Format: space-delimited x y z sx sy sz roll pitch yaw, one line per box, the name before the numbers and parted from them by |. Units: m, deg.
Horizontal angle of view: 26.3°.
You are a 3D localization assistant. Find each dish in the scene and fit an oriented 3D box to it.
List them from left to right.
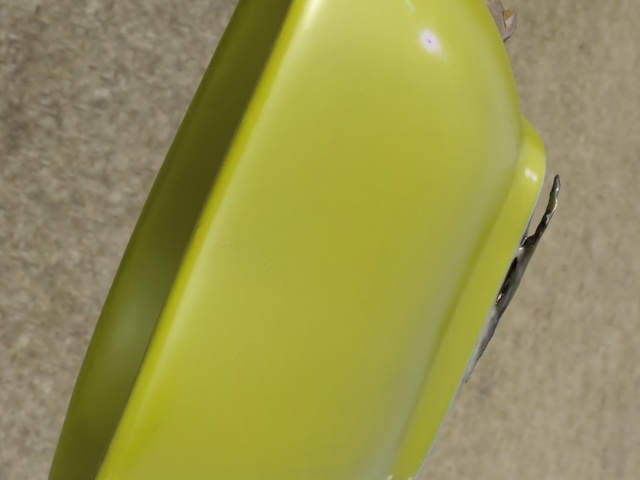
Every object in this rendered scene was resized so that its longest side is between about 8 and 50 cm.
dish | 0.000 0.000 0.469 0.221 0.108 0.262 -116 -130 -74

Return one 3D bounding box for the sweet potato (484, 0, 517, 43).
sweet potato | 0.000 -0.193 0.889 0.075 0.273 0.075 -57 173 -11
